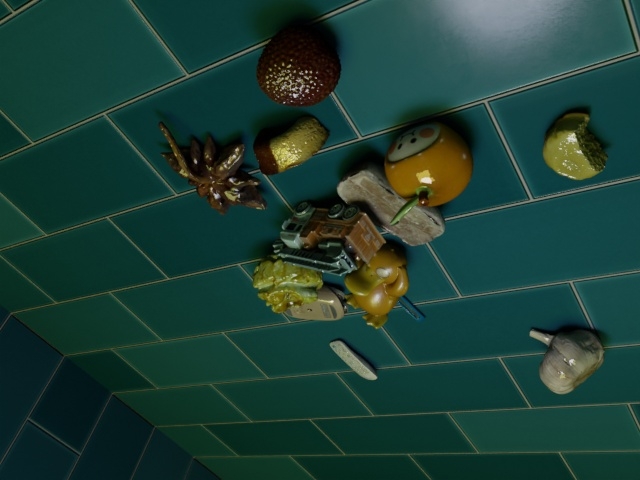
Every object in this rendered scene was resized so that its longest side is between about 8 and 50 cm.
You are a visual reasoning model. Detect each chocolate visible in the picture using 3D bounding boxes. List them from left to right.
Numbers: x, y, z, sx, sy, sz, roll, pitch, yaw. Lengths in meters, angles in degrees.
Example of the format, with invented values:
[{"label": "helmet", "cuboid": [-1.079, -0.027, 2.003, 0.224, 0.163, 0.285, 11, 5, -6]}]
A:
[{"label": "chocolate", "cuboid": [0.196, -0.106, 1.780, 0.303, 0.100, 0.185, 35, 150, -12]}]

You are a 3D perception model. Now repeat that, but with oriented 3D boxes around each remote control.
[{"label": "remote control", "cuboid": [0.131, 0.443, 2.475, 0.229, 0.044, 0.073, 46, 143, -17]}]

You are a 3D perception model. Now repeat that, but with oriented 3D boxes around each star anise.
[{"label": "star anise", "cuboid": [-0.309, -0.189, 1.879, 0.293, 0.108, 0.349, 0, 136, 14]}]

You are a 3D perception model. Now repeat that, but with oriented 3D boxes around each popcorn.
[{"label": "popcorn", "cuboid": [-0.104, 0.119, 2.096, 0.221, 0.183, 0.204, -12, 146, 14]}]

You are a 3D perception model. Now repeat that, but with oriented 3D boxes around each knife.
[{"label": "knife", "cuboid": [0.247, 0.176, 2.137, 0.044, 0.026, 0.296, -31, 119, 29]}]

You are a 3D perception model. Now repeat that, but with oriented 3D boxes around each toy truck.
[{"label": "toy truck", "cuboid": [0.000, 0.000, 1.870, 0.338, 0.184, 0.133, 8, 144, 48]}]

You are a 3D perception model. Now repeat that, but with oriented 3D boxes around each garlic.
[{"label": "garlic", "cuboid": [0.744, 0.344, 2.054, 0.212, 0.219, 0.218, 48, 153, 32]}]

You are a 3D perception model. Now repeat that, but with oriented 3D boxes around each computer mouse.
[{"label": "computer mouse", "cuboid": [-0.025, 0.205, 2.231, 0.237, 0.081, 0.145, -1, 135, 20]}]

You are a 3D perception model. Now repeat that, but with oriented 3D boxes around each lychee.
[{"label": "lychee", "cuboid": [-0.049, -0.390, 1.500, 0.195, 0.194, 0.194, 11, 139, 10]}]

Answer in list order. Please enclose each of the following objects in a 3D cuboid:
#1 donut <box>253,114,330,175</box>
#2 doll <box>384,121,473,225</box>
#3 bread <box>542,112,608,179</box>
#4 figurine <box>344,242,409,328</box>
[{"label": "donut", "cuboid": [-0.093, -0.247, 1.719, 0.217, 0.141, 0.085, -16, 122, 29]}, {"label": "doll", "cuboid": [0.257, -0.155, 1.592, 0.214, 0.235, 0.213, 10, 145, 7]}, {"label": "bread", "cuboid": [0.574, -0.212, 1.526, 0.125, 0.086, 0.156, -10, 129, 44]}, {"label": "figurine", "cuboid": [0.172, 0.125, 1.996, 0.215, 0.215, 0.228, 5, 146, 16]}]
